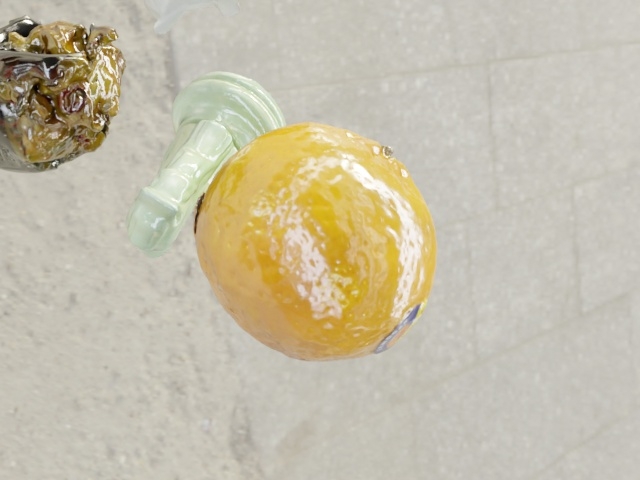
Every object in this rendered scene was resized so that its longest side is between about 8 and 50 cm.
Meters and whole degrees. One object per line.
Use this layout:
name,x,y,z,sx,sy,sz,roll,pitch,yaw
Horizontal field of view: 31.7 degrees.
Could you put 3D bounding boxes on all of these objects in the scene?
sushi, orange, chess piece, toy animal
sushi,-0.346,-0.188,1.428,0.200,0.204,0.213,-58,150,-27
orange,-0.002,0.002,0.980,0.219,0.219,0.193,3,124,-48
chess piece,-0.177,-0.085,1.532,0.175,0.176,0.298,62,40,-30
toy animal,-0.205,-0.417,1.568,0.141,0.282,0.138,-19,144,-11
